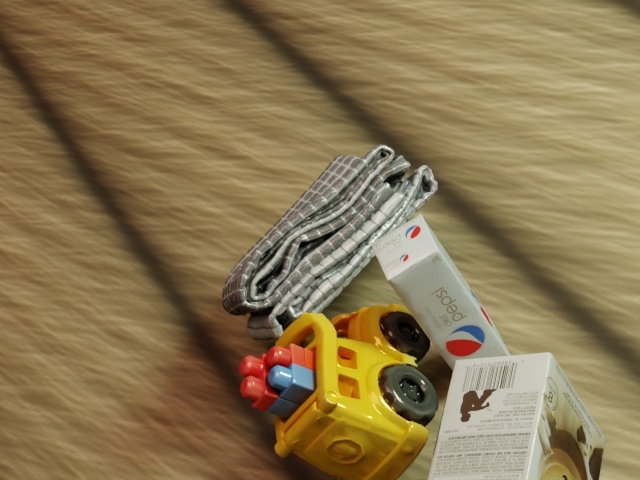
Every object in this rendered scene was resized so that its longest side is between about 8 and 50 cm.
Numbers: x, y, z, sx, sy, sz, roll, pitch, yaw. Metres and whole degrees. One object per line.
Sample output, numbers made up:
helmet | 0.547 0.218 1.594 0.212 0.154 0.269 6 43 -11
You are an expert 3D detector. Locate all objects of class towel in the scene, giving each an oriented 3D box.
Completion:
towel | 0.000 0.000 1.902 0.283 0.121 0.235 -46 2 -11

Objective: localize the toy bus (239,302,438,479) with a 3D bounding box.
toy bus | 0.008 0.157 1.732 0.149 0.211 0.220 -51 26 35

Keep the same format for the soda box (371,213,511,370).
soda box | 0.142 0.073 1.737 0.069 0.216 0.074 -31 38 8

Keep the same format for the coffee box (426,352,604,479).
coffee box | 0.190 0.284 1.530 0.119 0.168 0.297 -8 47 31
